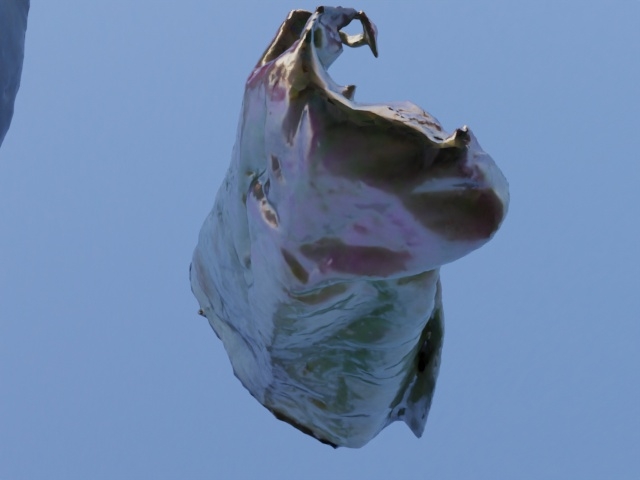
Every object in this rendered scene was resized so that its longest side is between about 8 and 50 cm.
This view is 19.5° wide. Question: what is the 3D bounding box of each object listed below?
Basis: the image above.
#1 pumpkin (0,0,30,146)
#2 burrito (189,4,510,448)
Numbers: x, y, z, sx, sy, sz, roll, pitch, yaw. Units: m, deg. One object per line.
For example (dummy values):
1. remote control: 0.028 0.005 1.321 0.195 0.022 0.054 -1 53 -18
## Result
1. pumpkin: -0.197 -0.180 0.883 0.095 0.258 0.290 3 -111 18
2. burrito: 0.000 0.000 0.786 0.089 0.229 0.144 -34 -110 -21
